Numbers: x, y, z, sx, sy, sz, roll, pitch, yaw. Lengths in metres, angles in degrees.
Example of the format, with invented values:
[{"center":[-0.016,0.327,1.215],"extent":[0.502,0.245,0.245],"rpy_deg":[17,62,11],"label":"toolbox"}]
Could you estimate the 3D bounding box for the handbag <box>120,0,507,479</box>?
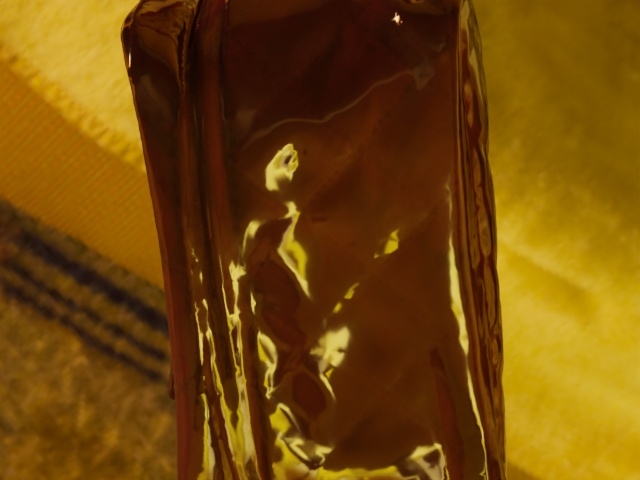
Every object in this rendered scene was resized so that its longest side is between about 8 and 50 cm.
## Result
[{"center":[0.000,0.000,0.576],"extent":[0.146,0.135,0.225],"rpy_deg":[-76,161,-70],"label":"handbag"}]
